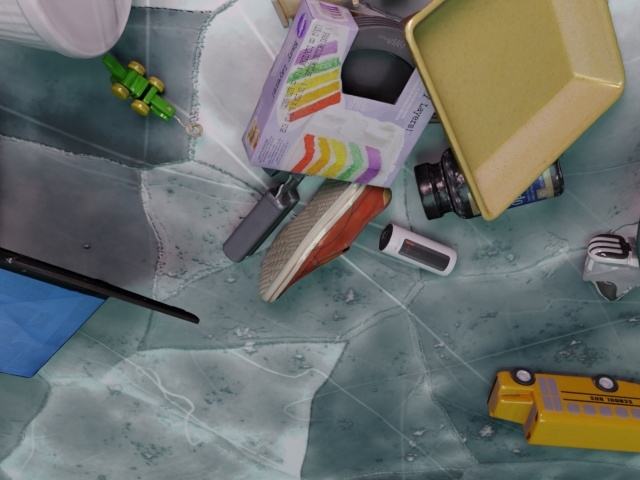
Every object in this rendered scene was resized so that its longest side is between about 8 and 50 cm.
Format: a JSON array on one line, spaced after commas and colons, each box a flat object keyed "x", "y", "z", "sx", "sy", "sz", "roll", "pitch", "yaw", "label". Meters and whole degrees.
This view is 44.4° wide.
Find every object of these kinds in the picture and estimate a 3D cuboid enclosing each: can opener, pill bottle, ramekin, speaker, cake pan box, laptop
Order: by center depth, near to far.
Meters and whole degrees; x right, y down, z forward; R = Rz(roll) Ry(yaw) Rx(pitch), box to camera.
[{"x": -0.349, "y": -0.364, "z": 0.979, "sx": 0.127, "sy": 0.272, "sz": 0.272, "roll": 4, "pitch": 130, "yaw": 14, "label": "ramekin"}, {"x": 0.046, "y": -0.207, "z": 1.138, "sx": 0.246, "sy": 0.070, "sz": 0.266, "roll": 7, "pitch": 133, "yaw": -28, "label": "cake pan box"}, {"x": 0.268, "y": -0.104, "z": 1.265, "sx": 0.219, "sy": 0.122, "sz": 0.122, "roll": -15, "pitch": 128, "yaw": 12, "label": "pill bottle"}, {"x": -0.500, "y": 0.146, "z": 1.317, "sx": 0.408, "sy": 0.236, "sz": 0.382, "roll": 13, "pitch": 171, "yaw": 39, "label": "laptop"}, {"x": -0.088, "y": -0.083, "z": 1.336, "sx": 0.095, "sy": 0.076, "sz": 0.283, "roll": 47, "pitch": 122, "yaw": 6, "label": "can opener"}, {"x": 0.174, "y": 0.017, "z": 1.410, "sx": 0.136, "sy": 0.055, "sz": 0.055, "roll": 22, "pitch": 126, "yaw": -16, "label": "speaker"}]

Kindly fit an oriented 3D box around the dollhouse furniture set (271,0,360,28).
[{"x": 0.036, "y": -0.348, "z": 1.111, "sx": 0.182, "sy": 0.101, "sz": 0.161, "roll": -13, "pitch": 153, "yaw": 11, "label": "dollhouse furniture set"}]

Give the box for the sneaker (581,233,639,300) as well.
[{"x": 0.590, "y": 0.062, "z": 1.433, "sx": 0.229, "sy": 0.086, "sz": 0.132, "roll": 10, "pitch": 134, "yaw": 5, "label": "sneaker"}]

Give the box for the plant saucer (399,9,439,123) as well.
[{"x": 0.182, "y": -0.256, "z": 1.198, "sx": 0.199, "sy": 0.036, "sz": 0.198, "roll": 1, "pitch": 129, "yaw": 1, "label": "plant saucer"}]

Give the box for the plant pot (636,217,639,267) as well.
[{"x": 0.645, "y": -0.008, "z": 1.248, "sx": 0.293, "sy": 0.293, "sz": 0.235, "roll": 6, "pitch": 137, "yaw": -4, "label": "plant pot"}]

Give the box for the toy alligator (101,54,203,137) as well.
[{"x": -0.268, "y": -0.220, "z": 1.226, "sx": 0.190, "sy": 0.056, "sz": 0.051, "roll": 38, "pitch": 162, "yaw": -28, "label": "toy alligator"}]

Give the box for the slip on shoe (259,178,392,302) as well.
[{"x": 0.000, "y": 0.000, "z": 1.363, "sx": 0.101, "sy": 0.123, "sz": 0.331, "roll": 29, "pitch": 119, "yaw": -26, "label": "slip on shoe"}]

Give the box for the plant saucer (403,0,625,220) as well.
[{"x": 0.264, "y": -0.252, "z": 1.089, "sx": 0.333, "sy": 0.081, "sz": 0.332, "roll": -42, "pitch": 126, "yaw": -16, "label": "plant saucer"}]

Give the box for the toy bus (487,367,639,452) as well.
[{"x": 0.527, "y": 0.357, "z": 1.635, "sx": 0.333, "sy": 0.130, "sz": 0.108, "roll": 5, "pitch": 129, "yaw": -4, "label": "toy bus"}]
